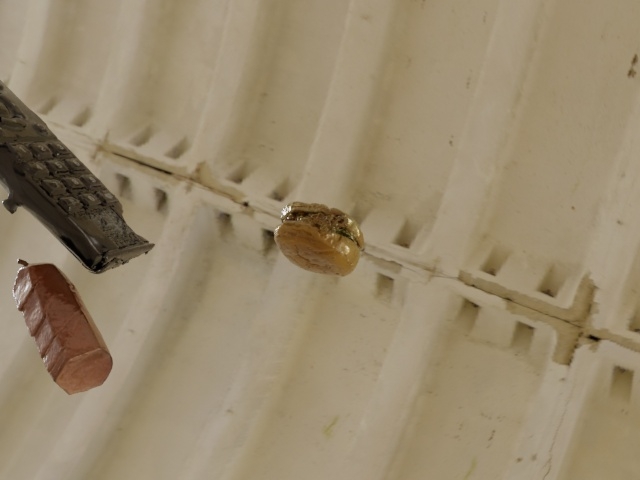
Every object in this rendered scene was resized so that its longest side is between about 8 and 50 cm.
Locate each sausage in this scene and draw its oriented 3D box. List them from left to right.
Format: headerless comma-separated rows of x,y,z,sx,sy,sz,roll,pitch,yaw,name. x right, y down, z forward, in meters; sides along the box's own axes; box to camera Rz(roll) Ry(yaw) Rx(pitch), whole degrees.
-0.272,0.081,0.848,0.065,0.065,0.169,-51,-130,11,sausage

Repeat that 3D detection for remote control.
-0.355,-0.113,0.925,0.399,0.144,0.062,44,-74,7,remote control

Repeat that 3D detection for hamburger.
0.000,0.000,1.294,0.138,0.147,0.083,7,-115,21,hamburger
